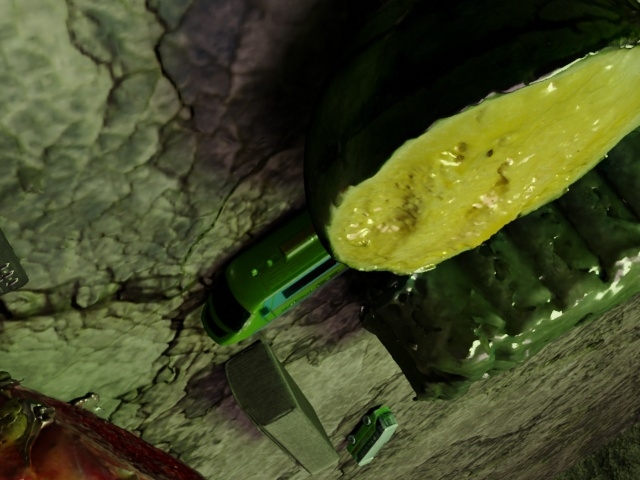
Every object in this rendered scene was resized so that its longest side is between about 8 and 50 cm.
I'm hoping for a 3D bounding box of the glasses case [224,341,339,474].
[{"bbox_3d":[-0.033,0.166,0.727,0.047,0.070,0.205,-29,151,-5],"label":"glasses case"}]

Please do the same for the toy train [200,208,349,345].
[{"bbox_3d":[0.000,0.000,0.545,0.209,0.044,0.042,-35,151,-3],"label":"toy train"}]

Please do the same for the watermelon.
[{"bbox_3d":[0.083,-0.078,0.429,0.204,0.127,0.232,-12,154,-30],"label":"watermelon"}]

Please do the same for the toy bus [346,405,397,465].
[{"bbox_3d":[0.065,0.246,0.980,0.031,0.037,0.083,-7,139,-42],"label":"toy bus"}]

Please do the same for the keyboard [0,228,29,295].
[{"bbox_3d":[-0.186,-0.010,0.369,0.053,0.010,0.155,-25,149,-16],"label":"keyboard"}]

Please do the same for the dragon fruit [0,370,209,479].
[{"bbox_3d":[-0.148,0.183,0.500,0.147,0.211,0.282,-48,133,-5],"label":"dragon fruit"}]

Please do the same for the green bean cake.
[{"bbox_3d":[0.159,0.029,0.636,0.255,0.132,0.241,-32,167,-9],"label":"green bean cake"}]
